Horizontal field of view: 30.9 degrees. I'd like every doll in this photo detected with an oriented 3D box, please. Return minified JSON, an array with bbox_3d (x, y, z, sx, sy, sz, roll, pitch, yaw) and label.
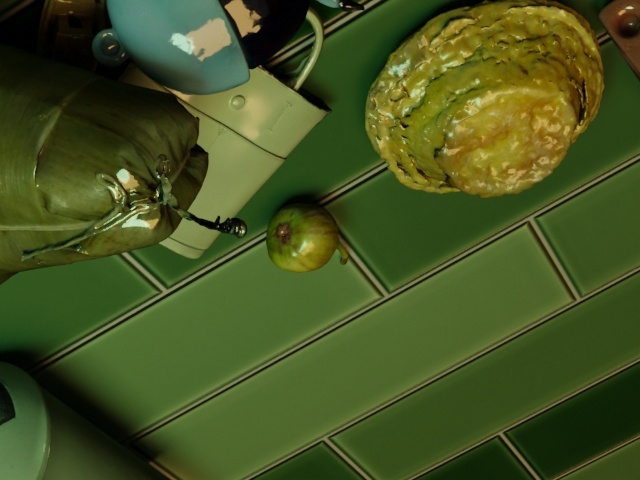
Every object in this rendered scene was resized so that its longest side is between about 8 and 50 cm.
[{"bbox_3d":[-0.076,-0.248,1.107,0.314,0.141,0.177,-28,94,-10],"label":"doll"}]

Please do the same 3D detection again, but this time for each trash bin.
[{"bbox_3d":[-0.377,0.346,1.512,0.280,0.280,0.432,-30,139,11],"label":"trash bin"}]

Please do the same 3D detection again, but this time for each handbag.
[{"bbox_3d":[-0.121,-0.142,1.271,0.241,0.109,0.315,29,106,-40],"label":"handbag"}]

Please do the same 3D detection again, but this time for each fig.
[{"bbox_3d":[-0.014,-0.006,1.451,0.093,0.093,0.166,-34,175,14],"label":"fig"}]

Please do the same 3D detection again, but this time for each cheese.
[{"bbox_3d":[0.440,-0.203,1.347,0.128,0.203,0.177,-37,163,15],"label":"cheese"}]

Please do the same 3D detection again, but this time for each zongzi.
[{"bbox_3d":[-0.230,-0.016,1.133,0.447,0.181,0.418,18,142,18],"label":"zongzi"}]

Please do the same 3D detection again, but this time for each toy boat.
[{"bbox_3d":[-0.247,-0.198,1.154,0.064,0.072,0.206,2,132,-20],"label":"toy boat"}]

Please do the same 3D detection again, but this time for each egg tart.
[{"bbox_3d":[0.200,-0.144,1.333,0.294,0.123,0.294,-12,136,-11],"label":"egg tart"}]
